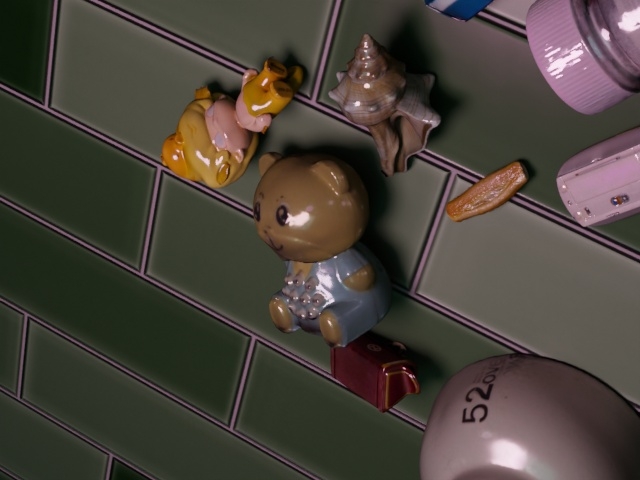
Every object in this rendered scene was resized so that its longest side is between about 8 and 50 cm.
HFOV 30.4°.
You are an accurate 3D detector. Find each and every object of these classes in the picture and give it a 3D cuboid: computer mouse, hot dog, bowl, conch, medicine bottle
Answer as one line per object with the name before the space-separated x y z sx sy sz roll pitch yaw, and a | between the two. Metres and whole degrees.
computer mouse | 0.382 -0.081 1.442 0.199 0.045 0.102 -25 99 43
hot dog | 0.223 -0.060 1.563 0.137 0.028 0.044 -35 70 37
bowl | 0.285 0.356 1.667 0.354 0.185 0.353 15 123 24
conch | 0.097 -0.184 1.527 0.137 0.114 0.234 3 154 41
medicine bottle | 0.373 -0.260 1.270 0.273 0.165 0.165 -28 100 40

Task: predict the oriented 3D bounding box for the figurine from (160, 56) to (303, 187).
figurine | -0.125 -0.162 1.656 0.246 0.131 0.156 -32 63 41

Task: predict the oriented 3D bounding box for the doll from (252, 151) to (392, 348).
doll | 0.000 0.000 1.647 0.177 0.161 0.260 12 127 51

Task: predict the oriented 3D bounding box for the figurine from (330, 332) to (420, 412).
figurine | 0.095 0.186 1.737 0.154 0.098 0.082 29 128 40

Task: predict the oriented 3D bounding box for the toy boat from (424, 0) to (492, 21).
toy boat | 0.230 -0.347 1.353 0.062 0.096 0.299 43 133 -9
